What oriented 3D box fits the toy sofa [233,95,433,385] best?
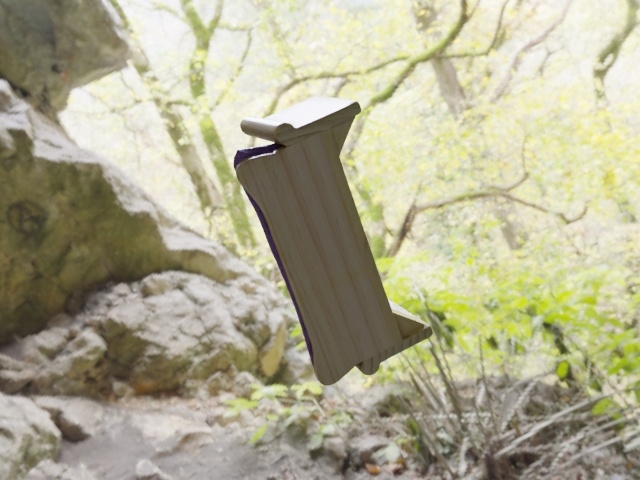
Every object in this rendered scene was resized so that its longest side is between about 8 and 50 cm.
[{"bbox_3d":[0.000,0.000,1.014,0.177,0.362,0.150,-26,21,-14],"label":"toy sofa"}]
